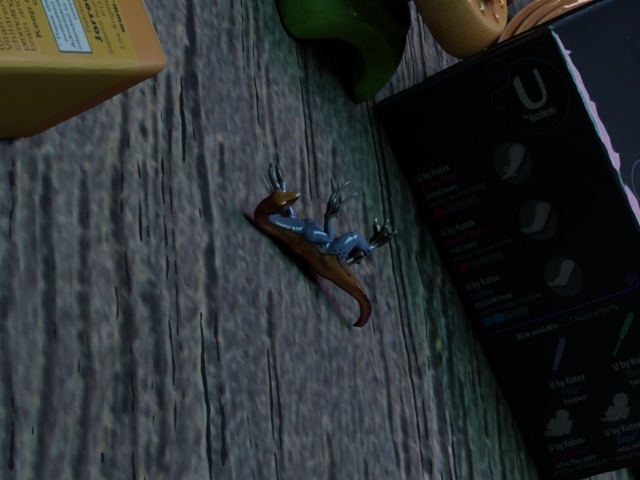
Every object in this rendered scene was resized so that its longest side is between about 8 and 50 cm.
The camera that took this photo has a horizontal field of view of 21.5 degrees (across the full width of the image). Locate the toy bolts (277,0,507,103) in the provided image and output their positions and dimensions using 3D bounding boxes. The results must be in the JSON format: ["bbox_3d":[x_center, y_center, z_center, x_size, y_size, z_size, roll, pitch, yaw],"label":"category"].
[{"bbox_3d":[0.028,-0.229,0.968,0.228,0.158,0.218,39,36,-46],"label":"toy bolts"}]

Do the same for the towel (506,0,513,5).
[{"bbox_3d":[0.063,-0.358,1.299,0.329,0.037,0.237,41,36,-44],"label":"towel"}]

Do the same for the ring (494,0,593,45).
[{"bbox_3d":[0.291,-0.094,1.279,0.337,0.336,0.032,-84,-177,-47],"label":"ring"}]

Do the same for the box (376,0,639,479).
[{"bbox_3d":[0.181,-0.008,1.070,0.165,0.143,0.270,-30,96,-50],"label":"box"}]

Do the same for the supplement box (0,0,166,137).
[{"bbox_3d":[-0.149,-0.079,0.580,0.233,0.078,0.080,-15,83,-66],"label":"supplement box"}]

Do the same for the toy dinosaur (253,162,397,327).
[{"bbox_3d":[0.000,0.000,0.863,0.082,0.047,0.090,-3,81,-45],"label":"toy dinosaur"}]
